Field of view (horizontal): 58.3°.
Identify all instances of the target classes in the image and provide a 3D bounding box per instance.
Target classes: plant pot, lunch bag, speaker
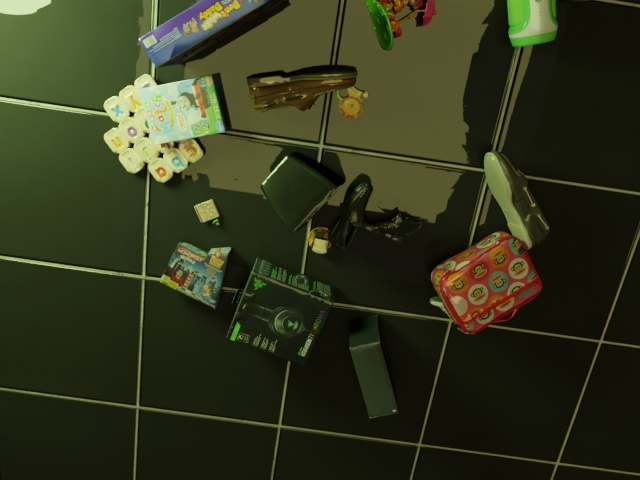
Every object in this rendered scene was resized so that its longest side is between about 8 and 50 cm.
[{"bbox_3d":[-0.059,-0.151,1.640,0.167,0.187,0.188,44,106,-1],"label":"plant pot"},{"bbox_3d":[0.508,0.141,1.741,0.293,0.120,0.258,-31,105,-1],"label":"lunch bag"},{"bbox_3d":[0.536,-0.657,1.465,0.131,0.131,0.296,-9,110,5],"label":"speaker"}]

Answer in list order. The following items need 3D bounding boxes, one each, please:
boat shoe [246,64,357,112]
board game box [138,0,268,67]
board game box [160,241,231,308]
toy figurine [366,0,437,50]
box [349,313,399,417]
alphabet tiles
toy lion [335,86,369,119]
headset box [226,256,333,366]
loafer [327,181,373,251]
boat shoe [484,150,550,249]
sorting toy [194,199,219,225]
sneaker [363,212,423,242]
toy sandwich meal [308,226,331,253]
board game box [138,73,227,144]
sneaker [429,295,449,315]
[{"bbox_3d":[-0.046,-0.416,1.583,0.307,0.110,0.104,-1,117,14],"label":"boat shoe"},{"bbox_3d":[-0.264,-0.565,1.460,0.347,0.233,0.078,-27,107,11],"label":"board game box"},{"bbox_3d":[-0.368,0.085,1.787,0.194,0.060,0.194,28,107,-8],"label":"board game box"},{"bbox_3d":[0.223,-0.612,1.516,0.159,0.130,0.173,-23,83,-5],"label":"toy figurine"},{"bbox_3d":[0.169,0.396,1.822,0.103,0.184,0.261,-14,108,6],"label":"box"},{"bbox_3d":[-0.480,-0.321,1.664,0.284,0.021,0.278,-31,106,11],"label":"alphabet tiles"},{"bbox_3d":[0.083,-0.397,1.623,0.100,0.034,0.096,37,114,-11],"label":"toy lion"},{"bbox_3d":[-0.133,0.218,1.792,0.283,0.131,0.246,22,108,-6],"label":"headset box"},{"bbox_3d":[0.102,-0.069,1.705,0.078,0.076,0.223,41,115,29],"label":"loafer"},{"bbox_3d":[0.575,-0.130,1.674,0.095,0.112,0.335,-32,112,-6],"label":"boat shoe"},{"bbox_3d":[-0.341,-0.078,1.753,0.062,0.012,0.083,-21,105,3],"label":"sorting toy"},{"bbox_3d":[0.216,-0.052,1.733,0.170,0.051,0.089,21,109,-11],"label":"sneaker"},{"bbox_3d":[0.000,0.000,1.764,0.086,0.029,0.085,0,110,1],"label":"toy sandwich meal"},{"bbox_3d":[-0.385,-0.366,1.614,0.212,0.039,0.160,-9,110,6],"label":"board game box"},{"bbox_3d":[0.416,0.220,1.823,0.152,0.053,0.061,17,112,-5],"label":"sneaker"}]
